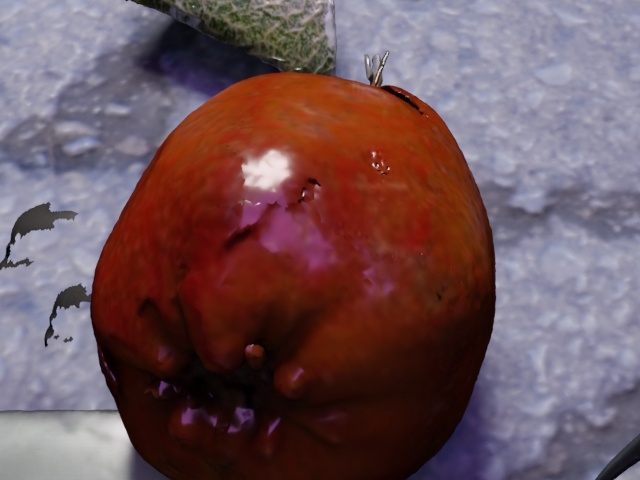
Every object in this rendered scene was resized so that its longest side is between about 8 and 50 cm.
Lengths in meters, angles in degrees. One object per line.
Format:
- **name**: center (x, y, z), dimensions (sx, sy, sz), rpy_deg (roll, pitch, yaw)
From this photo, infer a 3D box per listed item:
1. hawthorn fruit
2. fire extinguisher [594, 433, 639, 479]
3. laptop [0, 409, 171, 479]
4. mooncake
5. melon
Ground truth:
- **hawthorn fruit**: center (0.000, 0.000, 0.701), dimensions (0.211, 0.211, 0.299), rpy_deg (14, 47, 7)
- **fire extinguisher**: center (0.279, 0.157, 0.669), dimensions (0.269, 0.105, 0.105), rpy_deg (25, 59, 13)
- **laptop**: center (-0.165, 0.208, 0.658), dimensions (0.188, 0.015, 0.269), rpy_deg (0, 57, -2)
- **mooncake**: center (-0.210, 0.144, 0.645), dimensions (0.150, 0.057, 0.346), rpy_deg (-8, 53, 32)
- **melon**: center (-0.064, -0.175, 0.876), dimensions (0.140, 0.093, 0.202), rpy_deg (-13, 66, -14)
